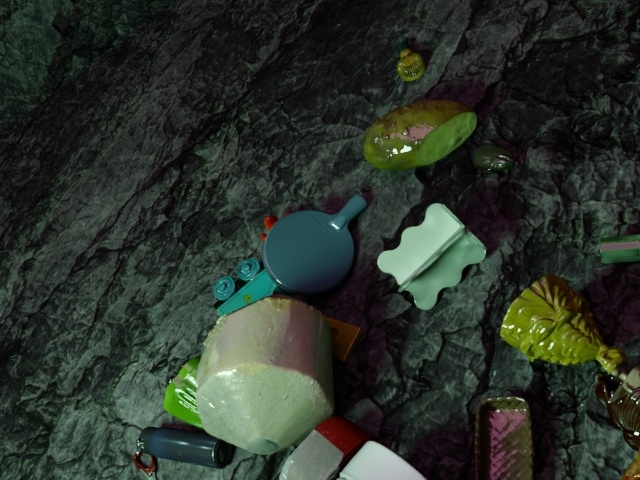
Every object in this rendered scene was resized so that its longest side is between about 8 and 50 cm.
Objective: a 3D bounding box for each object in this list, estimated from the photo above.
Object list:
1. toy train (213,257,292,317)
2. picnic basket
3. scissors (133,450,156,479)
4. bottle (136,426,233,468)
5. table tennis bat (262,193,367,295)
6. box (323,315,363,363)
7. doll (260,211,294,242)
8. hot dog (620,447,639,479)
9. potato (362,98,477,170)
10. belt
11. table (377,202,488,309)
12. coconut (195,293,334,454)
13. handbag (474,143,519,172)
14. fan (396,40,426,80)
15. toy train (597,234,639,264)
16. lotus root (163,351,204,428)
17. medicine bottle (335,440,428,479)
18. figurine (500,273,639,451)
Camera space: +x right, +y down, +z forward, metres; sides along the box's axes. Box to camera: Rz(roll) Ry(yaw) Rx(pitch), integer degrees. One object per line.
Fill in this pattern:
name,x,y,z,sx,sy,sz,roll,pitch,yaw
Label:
toy train,-0.170,0.138,1.820,0.198,0.107,0.154,-38,53,3
picnic basket,0.338,0.382,1.336,0.110,0.055,0.194,-8,53,27
scissors,-0.367,0.575,1.676,0.247,0.017,0.144,9,63,36
bottle,-0.313,0.469,1.681,0.244,0.082,0.072,-2,98,31
table tennis bat,0.000,0.000,1.786,0.215,0.044,0.329,40,60,10
box,0.017,0.221,1.690,0.155,0.023,0.087,14,63,39
doll,-0.066,0.015,1.849,0.142,0.076,0.245,-12,45,-18
hot dog,0.496,0.476,1.119,0.158,0.117,0.349,20,70,40
potato,0.243,-0.267,1.827,0.298,0.141,0.176,-21,57,19
belt,0.011,0.444,1.450,0.201,0.128,0.124,-47,45,-14
table,0.240,0.037,1.599,0.198,0.166,0.166,-45,45,7
coconut,-0.114,0.292,1.518,0.297,0.297,0.310,-19,37,20
handbag,0.411,-0.190,1.724,0.111,0.047,0.072,19,64,41
fan,0.247,-0.516,2.083,0.082,0.039,0.155,-26,46,14
toy train,0.592,0.018,1.444,0.093,0.056,0.038,-6,56,30
lotus root,-0.237,0.364,1.663,0.186,0.186,0.186,-17,50,21
medicine bottle,0.065,0.528,1.272,0.241,0.241,0.302,24,63,42
figurine,0.497,0.213,1.296,0.168,0.187,0.315,-46,53,-4
